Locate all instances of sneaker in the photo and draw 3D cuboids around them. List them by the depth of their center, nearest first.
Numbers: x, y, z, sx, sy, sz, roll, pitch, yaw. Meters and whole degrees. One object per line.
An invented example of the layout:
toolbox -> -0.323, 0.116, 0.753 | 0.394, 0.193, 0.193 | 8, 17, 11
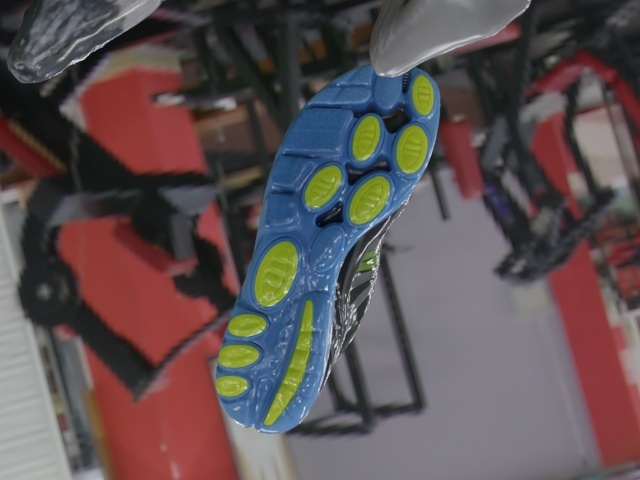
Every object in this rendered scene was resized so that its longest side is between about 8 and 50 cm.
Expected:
sneaker -> 0.000, 0.000, 0.758 | 0.067, 0.188, 0.078 | 22, -178, 2

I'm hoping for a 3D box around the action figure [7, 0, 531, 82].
action figure -> -0.043, -0.193, 0.548 | 0.179, 0.341, 0.330 | -65, 178, 27
